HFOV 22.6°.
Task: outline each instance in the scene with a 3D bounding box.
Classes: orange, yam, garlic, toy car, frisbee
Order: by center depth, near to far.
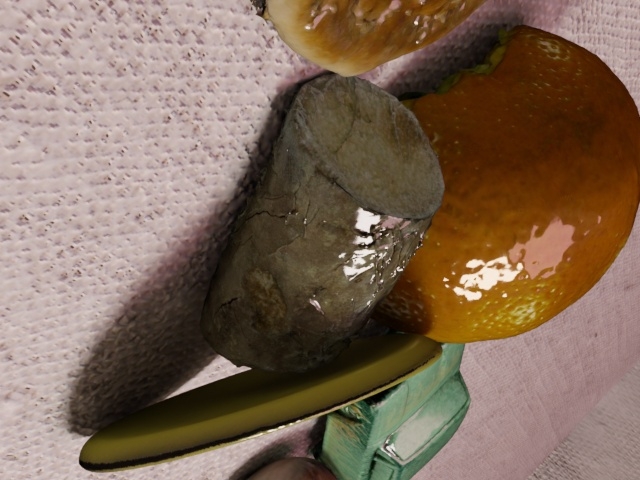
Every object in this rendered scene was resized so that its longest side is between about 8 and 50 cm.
[{"bbox_3d":[0.000,0.000,0.932,0.107,0.107,0.183,-29,157,-45],"label":"yam"},{"bbox_3d":[-0.038,0.097,0.992,0.236,0.017,0.236,-18,-178,1],"label":"frisbee"},{"bbox_3d":[0.119,-0.026,1.050,0.237,0.158,0.179,-31,142,-31],"label":"orange"},{"bbox_3d":[-0.025,0.257,1.404,0.090,0.129,0.198,-33,169,11],"label":"garlic"},{"bbox_3d":[0.072,0.156,1.465,0.141,0.097,0.321,-41,163,-20],"label":"toy car"}]

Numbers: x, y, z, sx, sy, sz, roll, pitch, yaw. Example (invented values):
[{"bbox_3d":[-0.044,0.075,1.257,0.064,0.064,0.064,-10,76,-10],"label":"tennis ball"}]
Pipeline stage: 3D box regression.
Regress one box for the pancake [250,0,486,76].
[{"bbox_3d":[0.080,-0.189,0.787,0.282,0.049,0.282,-38,161,-16],"label":"pancake"}]
